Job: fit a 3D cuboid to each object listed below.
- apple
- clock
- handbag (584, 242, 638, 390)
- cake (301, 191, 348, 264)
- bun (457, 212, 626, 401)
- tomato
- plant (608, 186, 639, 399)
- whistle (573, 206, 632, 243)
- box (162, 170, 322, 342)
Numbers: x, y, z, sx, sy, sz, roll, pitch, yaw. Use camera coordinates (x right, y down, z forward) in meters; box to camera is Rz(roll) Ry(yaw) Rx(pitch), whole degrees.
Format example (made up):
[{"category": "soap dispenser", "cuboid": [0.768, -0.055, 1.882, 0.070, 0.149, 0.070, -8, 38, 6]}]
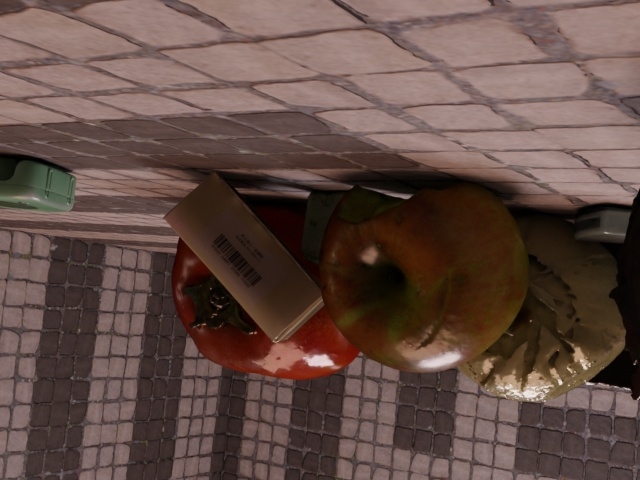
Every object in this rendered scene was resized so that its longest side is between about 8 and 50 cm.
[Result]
[{"category": "apple", "cuboid": [0.125, 0.030, 1.061, 0.246, 0.246, 0.226, 3, -170, 33]}, {"category": "clock", "cuboid": [-0.441, -0.079, 1.214, 0.188, 0.060, 0.148, 6, 176, 7]}, {"category": "handbag", "cuboid": [0.427, 0.107, 1.267, 0.285, 0.257, 0.113, 6, 158, 15]}, {"category": "cake", "cuboid": [0.071, -0.003, 1.268, 0.099, 0.100, 0.235, 5, 176, 33]}, {"category": "bun", "cuboid": [0.270, 0.087, 1.185, 0.259, 0.259, 0.152, 3, 175, 34]}, {"category": "tomato", "cuboid": [-0.072, 0.078, 1.432, 0.325, 0.293, 0.290, -4, -175, 35]}, {"category": "plant", "cuboid": [0.286, 0.009, 0.573, 0.178, 0.204, 0.234, 14, 168, 22]}, {"category": "whistle", "cuboid": [0.456, 0.050, 1.092, 0.289, 0.163, 0.163, 6, 176, -4]}, {"category": "box", "cuboid": [-0.089, 0.025, 1.168, 0.212, 0.095, 0.168, 48, 178, 6]}]
